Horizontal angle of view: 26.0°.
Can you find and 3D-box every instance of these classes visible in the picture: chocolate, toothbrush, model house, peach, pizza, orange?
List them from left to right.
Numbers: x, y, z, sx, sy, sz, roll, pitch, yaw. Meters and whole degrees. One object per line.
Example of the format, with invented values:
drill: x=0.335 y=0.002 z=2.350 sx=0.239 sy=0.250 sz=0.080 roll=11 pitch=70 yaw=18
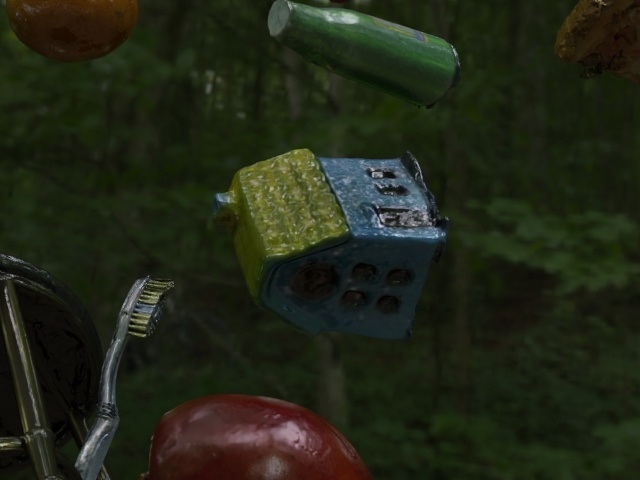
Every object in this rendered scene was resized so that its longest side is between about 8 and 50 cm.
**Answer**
orange: x=-0.295 y=-0.277 z=1.642 sx=0.156 sy=0.156 sz=0.124 roll=13 pitch=-45 yaw=-9
toothbrush: x=-0.211 y=0.204 z=1.249 sx=0.042 sy=0.413 sz=0.035 roll=3 pitch=-34 yaw=21
peach: x=-0.082 y=0.339 z=1.859 sx=0.361 sy=0.258 sz=0.201 roll=13 pitch=-11 yaw=6
model house: x=0.000 y=0.000 z=2.028 sx=0.303 sy=0.237 sz=0.216 roll=2 pitch=-54 yaw=-19
chocolate: x=0.053 y=-0.264 z=1.894 sx=0.291 sy=0.110 sz=0.110 roll=14 pitch=-18 yaw=-39
pizza: x=0.563 y=-0.364 z=2.204 sx=0.391 sy=0.080 sz=0.435 roll=-8 pitch=-55 yaw=-3

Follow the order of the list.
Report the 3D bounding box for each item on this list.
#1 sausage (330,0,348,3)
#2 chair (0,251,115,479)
sausage: x=0.035 y=-0.446 z=1.774 sx=0.078 sy=0.304 sz=0.078 roll=5 pitch=-13 yaw=1
chair: x=-0.339 y=0.246 z=1.296 sx=0.361 sy=0.410 sz=0.365 roll=-20 pitch=-51 yaw=3
